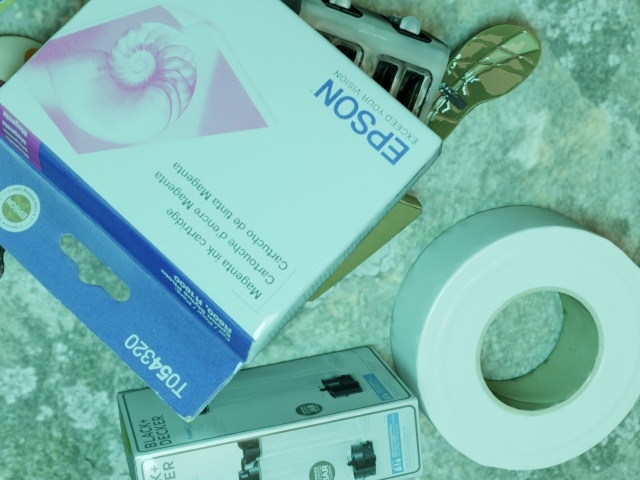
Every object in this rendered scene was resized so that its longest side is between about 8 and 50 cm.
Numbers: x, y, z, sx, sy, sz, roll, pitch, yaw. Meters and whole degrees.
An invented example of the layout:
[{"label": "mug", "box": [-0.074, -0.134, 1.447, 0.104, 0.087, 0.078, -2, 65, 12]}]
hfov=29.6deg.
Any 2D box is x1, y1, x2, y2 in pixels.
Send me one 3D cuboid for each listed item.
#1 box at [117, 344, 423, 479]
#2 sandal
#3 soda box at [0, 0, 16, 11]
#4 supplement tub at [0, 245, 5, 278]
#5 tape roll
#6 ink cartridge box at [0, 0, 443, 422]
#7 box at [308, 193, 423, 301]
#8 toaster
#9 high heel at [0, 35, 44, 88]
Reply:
[{"label": "box", "box": [-0.057, 0.201, 1.259, 0.290, 0.169, 0.087, -10, 108, -11]}, {"label": "sandal", "box": [0.150, -0.165, 1.278, 0.180, 0.049, 0.072, -41, 106, 15]}, {"label": "soda box", "box": [-0.290, -0.241, 1.086, 0.181, 0.061, 0.058, -43, 114, -30]}, {"label": "supplement tub", "box": [-0.379, 0.030, 1.158, 0.198, 0.106, 0.106, -40, 111, -2]}, {"label": "tape roll", "box": [0.227, 0.107, 1.345, 0.286, 0.100, 0.286, -4, 106, -14]}, {"label": "ink cartridge box", "box": [-0.120, -0.068, 1.065, 0.324, 0.071, 0.330, 41, 82, 10]}, {"label": "box", "box": [0.000, 0.000, 1.203, 0.164, 0.201, 0.021, -39, 68, 17]}, {"label": "toaster", "box": [0.016, -0.151, 1.209, 0.168, 0.110, 0.185, 18, 100, -18]}, {"label": "high heel", "box": [-0.330, -0.136, 1.155, 0.244, 0.082, 0.117, 10, 138, -32]}]
